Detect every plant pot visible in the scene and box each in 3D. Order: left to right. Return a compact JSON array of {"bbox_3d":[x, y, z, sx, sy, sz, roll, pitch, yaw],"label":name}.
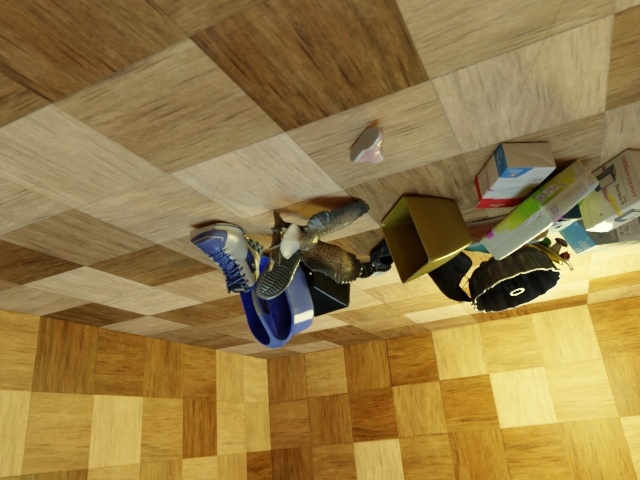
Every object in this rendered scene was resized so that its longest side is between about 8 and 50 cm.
[{"bbox_3d":[-0.008,0.165,1.955,0.187,0.188,0.166,-24,140,39],"label":"plant pot"},{"bbox_3d":[0.335,-0.014,1.564,0.187,0.212,0.212,-12,161,-19],"label":"plant pot"}]

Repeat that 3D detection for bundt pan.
[{"bbox_3d":[0.684,0.134,1.831,0.330,0.124,0.331,-11,148,-7],"label":"bundt pan"}]

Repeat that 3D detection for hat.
[{"bbox_3d":[0.446,0.076,1.775,0.134,0.331,0.331,-48,142,17],"label":"hat"}]

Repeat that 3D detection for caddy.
[{"bbox_3d":[-0.175,0.215,1.845,0.241,0.342,0.179,-24,169,39],"label":"caddy"}]

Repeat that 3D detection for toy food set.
[{"bbox_3d":[0.826,0.023,1.809,0.128,0.218,0.071,36,92,-39],"label":"toy food set"}]

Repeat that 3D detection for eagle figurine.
[{"bbox_3d":[0.001,-0.008,1.516,0.297,0.225,0.226,7,147,-3],"label":"eagle figurine"}]

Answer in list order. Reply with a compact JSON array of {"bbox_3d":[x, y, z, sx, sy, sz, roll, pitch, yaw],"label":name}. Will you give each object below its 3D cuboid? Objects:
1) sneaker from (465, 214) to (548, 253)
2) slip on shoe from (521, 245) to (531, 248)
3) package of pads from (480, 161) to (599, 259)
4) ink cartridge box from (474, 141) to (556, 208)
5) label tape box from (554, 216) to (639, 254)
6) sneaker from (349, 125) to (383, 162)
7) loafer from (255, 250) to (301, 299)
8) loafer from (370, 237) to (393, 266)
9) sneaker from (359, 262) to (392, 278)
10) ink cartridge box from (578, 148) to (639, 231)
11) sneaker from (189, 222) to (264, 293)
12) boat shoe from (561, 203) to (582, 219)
[{"bbox_3d":[0.617,-0.018,1.743,0.301,0.108,0.121,-4,161,19],"label":"sneaker"},{"bbox_3d":[0.819,0.067,1.997,0.331,0.102,0.123,13,150,-40],"label":"slip on shoe"},{"bbox_3d":[0.625,-0.081,1.461,0.229,0.101,0.296,-34,168,-22],"label":"package of pads"},{"bbox_3d":[0.507,-0.168,1.363,0.134,0.078,0.231,-2,158,-7],"label":"ink cartridge box"},{"bbox_3d":[0.961,-0.022,1.743,0.333,0.106,0.240,-10,170,11],"label":"label tape box"},{"bbox_3d":[0.127,-0.221,1.182,0.070,0.051,0.134,2,160,-23],"label":"sneaker"},{"bbox_3d":[-0.127,0.087,1.681,0.094,0.251,0.087,39,166,-11],"label":"loafer"},{"bbox_3d":[0.234,0.060,1.866,0.076,0.078,0.223,0,158,-12],"label":"loafer"},{"bbox_3d":[0.212,0.126,2.051,0.161,0.064,0.073,-9,161,10],"label":"sneaker"},{"bbox_3d":[0.834,-0.135,1.422,0.093,0.155,0.212,3,158,-17],"label":"ink cartridge box"},{"bbox_3d":[-0.277,0.071,1.635,0.127,0.183,0.315,-16,156,21],"label":"sneaker"},{"bbox_3d":[0.861,-0.102,1.634,0.183,0.066,0.066,-13,166,29],"label":"boat shoe"}]
